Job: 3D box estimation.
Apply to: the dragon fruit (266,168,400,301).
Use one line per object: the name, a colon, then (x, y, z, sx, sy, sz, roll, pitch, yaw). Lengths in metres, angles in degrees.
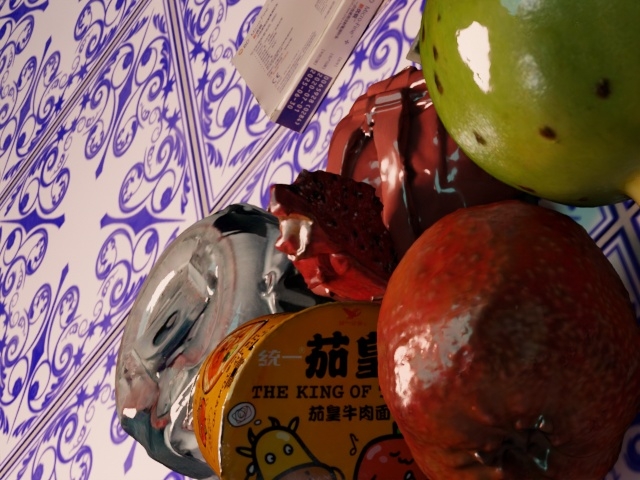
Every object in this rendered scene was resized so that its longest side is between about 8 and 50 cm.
dragon fruit: (-0.002, 0.002, 1.382, 0.063, 0.131, 0.097, -29, 63, 34)

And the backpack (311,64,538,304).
backpack: (0.081, -0.043, 1.481, 0.229, 0.139, 0.229, -17, 69, 54)

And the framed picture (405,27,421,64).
framed picture: (0.180, -0.243, 1.538, 0.240, 0.020, 0.324, -64, 19, 4)

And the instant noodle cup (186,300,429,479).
instant noodle cup: (-0.005, 0.149, 1.456, 0.215, 0.216, 0.172, -69, 20, -4)

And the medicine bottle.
medicine bottle: (-0.014, -0.238, 1.880, 0.201, 0.052, 0.171, -59, 30, 16)

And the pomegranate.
pomegranate: (0.217, -0.123, 1.241, 0.260, 0.260, 0.340, -47, 63, 32)

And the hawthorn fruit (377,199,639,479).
hawthorn fruit: (0.137, 0.066, 1.283, 0.205, 0.205, 0.253, -47, 25, 32)

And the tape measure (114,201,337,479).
tape measure: (-0.087, 0.093, 1.675, 0.275, 0.147, 0.256, -64, 29, 3)
